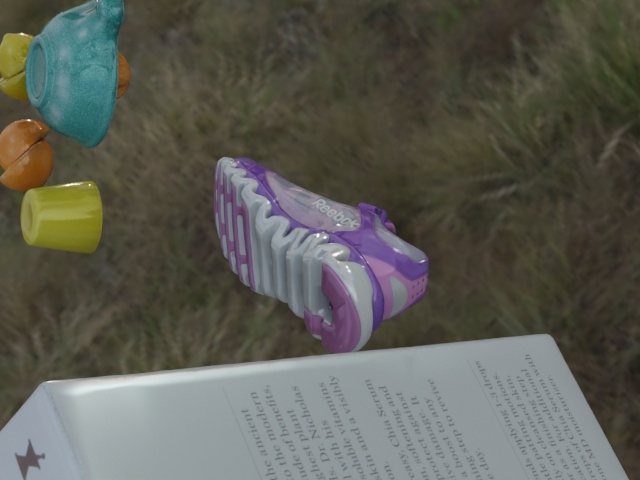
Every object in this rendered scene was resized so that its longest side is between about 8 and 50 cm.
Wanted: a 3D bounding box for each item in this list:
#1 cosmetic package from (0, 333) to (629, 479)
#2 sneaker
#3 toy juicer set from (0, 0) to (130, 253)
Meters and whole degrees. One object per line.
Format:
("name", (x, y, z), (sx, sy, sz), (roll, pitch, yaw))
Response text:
("cosmetic package", (0.013, 0.207, 0.904), (0.161, 0.453, 0.230), (-44, 60, 37))
("sneaker", (0.000, 0.000, 1.102), (0.104, 0.095, 0.236), (-21, 38, -27))
("toy juicer set", (-0.232, -0.169, 1.309), (0.209, 0.089, 0.329), (45, 129, 52))
